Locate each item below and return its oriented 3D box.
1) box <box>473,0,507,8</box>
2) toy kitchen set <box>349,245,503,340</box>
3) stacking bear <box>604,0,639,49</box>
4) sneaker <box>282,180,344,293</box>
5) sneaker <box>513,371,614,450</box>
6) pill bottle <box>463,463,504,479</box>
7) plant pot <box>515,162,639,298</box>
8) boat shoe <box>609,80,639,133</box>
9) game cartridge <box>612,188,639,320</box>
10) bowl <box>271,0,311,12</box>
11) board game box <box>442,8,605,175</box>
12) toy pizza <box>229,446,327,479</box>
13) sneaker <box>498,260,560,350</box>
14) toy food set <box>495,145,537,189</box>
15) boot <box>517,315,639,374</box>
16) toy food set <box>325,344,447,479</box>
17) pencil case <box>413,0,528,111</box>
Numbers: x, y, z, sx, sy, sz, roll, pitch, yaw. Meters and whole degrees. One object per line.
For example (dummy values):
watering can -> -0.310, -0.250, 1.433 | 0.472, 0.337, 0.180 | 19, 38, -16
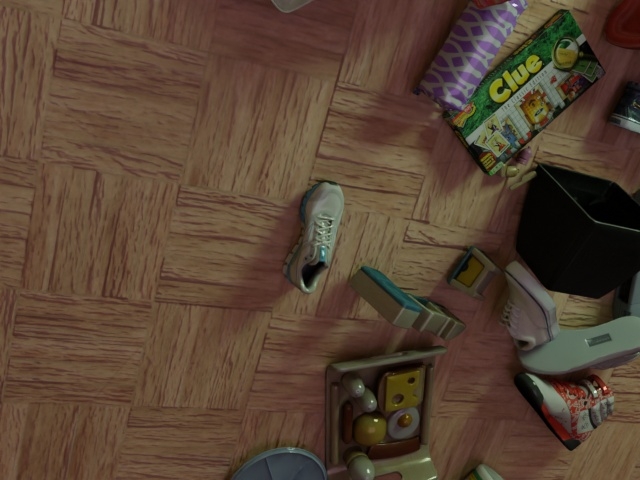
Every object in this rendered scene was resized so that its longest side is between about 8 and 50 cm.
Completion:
box -> 0.233, -0.481, 0.987 | 0.154, 0.142, 0.299 | -32, 105, -4
toy kitchen set -> 0.188, 0.063, 1.300 | 0.207, 0.122, 0.166 | 21, 105, -48
stacking bear -> 0.648, -0.358, 1.238 | 0.289, 0.164, 0.175 | 10, 110, -29
sneaker -> 0.000, 0.000, 1.199 | 0.072, 0.083, 0.190 | 9, 109, -22
sneaker -> 0.502, 0.309, 1.529 | 0.145, 0.090, 0.270 | -41, 124, 0
pill bottle -> 0.306, 0.577, 1.562 | 0.118, 0.117, 0.208 | 38, 96, -30
plant pot -> 0.455, -0.006, 1.320 | 0.188, 0.188, 0.167 | 10, 123, -25
boat shoe -> 0.601, -0.220, 1.331 | 0.184, 0.065, 0.083 | 12, 107, -26
game cartridge -> 0.693, 0.026, 1.488 | 0.198, 0.062, 0.297 | -9, 117, -21
bowl -> -0.035, -0.399, 1.015 | 0.142, 0.053, 0.142 | -34, 121, -2
board game box -> 0.336, -0.240, 1.233 | 0.260, 0.030, 0.136 | -42, 113, 0
toy pizza -> -0.085, 0.467, 1.414 | 0.201, 0.032, 0.201 | -8, 115, -17
sneaker -> 0.372, 0.133, 1.369 | 0.091, 0.094, 0.258 | -38, 136, 0
toy food set -> 0.324, -0.152, 1.287 | 0.078, 0.019, 0.122 | -30, 113, -6
boot -> 0.522, 0.228, 1.496 | 0.259, 0.095, 0.123 | -12, 147, 6
toy food set -> 0.126, 0.342, 1.399 | 0.220, 0.092, 0.306 | -8, 117, -17
pencil case -> 0.233, -0.293, 1.150 | 0.206, 0.086, 0.088 | -58, 153, 13
